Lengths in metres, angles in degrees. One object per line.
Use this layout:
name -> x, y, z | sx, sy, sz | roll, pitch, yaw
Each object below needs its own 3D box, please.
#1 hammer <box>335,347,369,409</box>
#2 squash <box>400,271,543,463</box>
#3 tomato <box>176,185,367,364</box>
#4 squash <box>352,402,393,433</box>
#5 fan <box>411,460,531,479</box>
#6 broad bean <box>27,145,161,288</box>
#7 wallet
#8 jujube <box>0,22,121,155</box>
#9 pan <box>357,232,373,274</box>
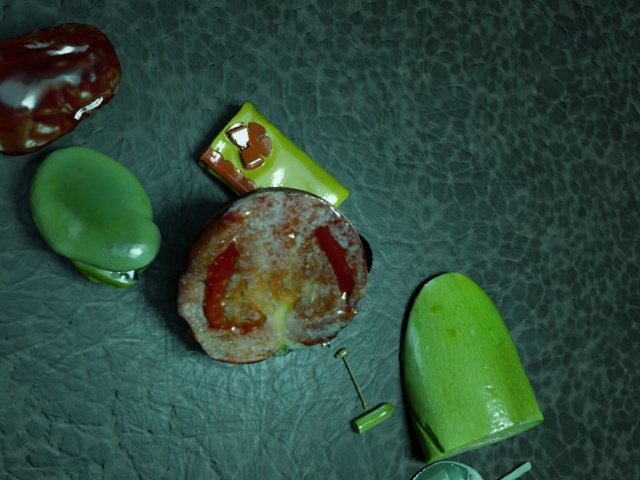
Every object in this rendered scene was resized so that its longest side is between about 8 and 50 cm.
hammer -> 0.062, 0.254, 1.057 | 0.029, 0.014, 0.123 | -25, 97, -14
squash -> 0.264, 0.232, 1.120 | 0.233, 0.210, 0.309 | -8, 61, -22
tomato -> -0.084, 0.034, 0.908 | 0.308, 0.170, 0.309 | -4, 116, -9
squash -> 0.099, 0.323, 1.059 | 0.083, 0.027, 0.028 | -22, 94, -23
fan -> 0.284, 0.543, 1.128 | 0.294, 0.012, 0.223 | 9, 83, -21
broad bean -> -0.336, -0.034, 0.873 | 0.169, 0.100, 0.228 | -19, 81, -31
wallet -> -0.079, -0.110, 0.983 | 0.241, 0.067, 0.141 | 40, 76, -7
jujube -> -0.395, -0.221, 0.829 | 0.230, 0.155, 0.155 | -36, 100, -26
pan -> -0.001, 0.001, 1.038 | 0.212, 0.040, 0.115 | 42, 71, 1
